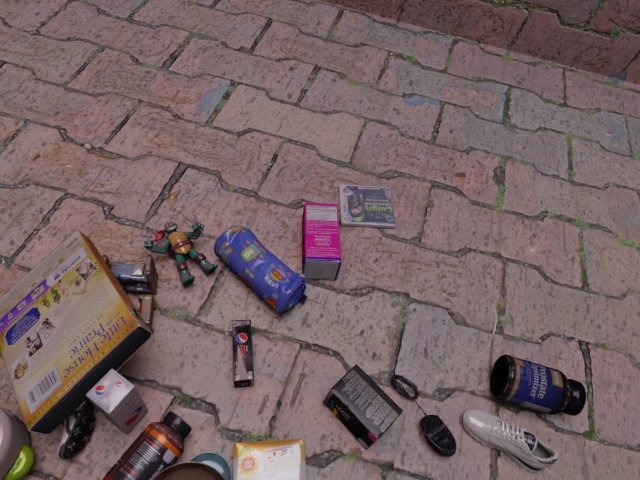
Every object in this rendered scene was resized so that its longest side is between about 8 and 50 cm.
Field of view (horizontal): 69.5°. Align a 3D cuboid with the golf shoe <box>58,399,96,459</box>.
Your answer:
[{"bbox_3d":[-0.584,0.414,1.095,0.093,0.077,0.198,2,48,5],"label":"golf shoe"}]

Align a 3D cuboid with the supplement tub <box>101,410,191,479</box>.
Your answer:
[{"bbox_3d":[-0.385,0.491,1.046,0.106,0.106,0.198,32,57,13],"label":"supplement tub"}]

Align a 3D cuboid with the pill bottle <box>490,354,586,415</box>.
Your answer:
[{"bbox_3d":[0.590,0.398,1.256,0.219,0.123,0.123,16,55,0],"label":"pill bottle"}]

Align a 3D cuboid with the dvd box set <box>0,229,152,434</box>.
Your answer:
[{"bbox_3d":[-0.617,0.195,1.113,0.307,0.062,0.420,-46,54,-9],"label":"dvd box set"}]

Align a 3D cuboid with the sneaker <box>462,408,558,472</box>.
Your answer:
[{"bbox_3d":[0.485,0.499,1.189,0.234,0.095,0.090,26,57,11],"label":"sneaker"}]

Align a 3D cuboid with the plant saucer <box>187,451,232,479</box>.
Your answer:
[{"bbox_3d":[-0.265,0.557,1.071,0.119,0.021,0.120,4,55,-6],"label":"plant saucer"}]

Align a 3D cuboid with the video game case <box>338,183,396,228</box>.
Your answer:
[{"bbox_3d":[0.160,-0.120,1.606,0.190,0.022,0.173,3,56,-7],"label":"video game case"}]

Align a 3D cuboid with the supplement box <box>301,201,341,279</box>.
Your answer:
[{"bbox_3d":[0.000,0.000,1.443,0.113,0.111,0.220,4,55,-6],"label":"supplement box"}]

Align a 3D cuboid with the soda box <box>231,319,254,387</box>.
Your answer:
[{"bbox_3d":[-0.208,0.300,1.234,0.053,0.060,0.169,-2,57,-9],"label":"soda box"}]

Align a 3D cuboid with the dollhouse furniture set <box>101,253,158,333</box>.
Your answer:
[{"bbox_3d":[-0.520,0.145,1.248,0.129,0.129,0.184,-1,56,-10],"label":"dollhouse furniture set"}]

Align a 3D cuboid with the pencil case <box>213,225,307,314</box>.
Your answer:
[{"bbox_3d":[-0.172,0.081,1.353,0.306,0.119,0.133,40,74,17],"label":"pencil case"}]

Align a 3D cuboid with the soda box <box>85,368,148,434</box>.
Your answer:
[{"bbox_3d":[-0.455,0.371,1.049,0.069,0.216,0.074,33,57,10],"label":"soda box"}]

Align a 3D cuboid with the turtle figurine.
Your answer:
[{"bbox_3d":[-0.413,0.011,1.367,0.175,0.118,0.234,-33,81,-11],"label":"turtle figurine"}]

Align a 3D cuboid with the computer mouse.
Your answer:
[{"bbox_3d":[0.266,0.460,1.220,0.071,0.041,0.242,-16,53,-29],"label":"computer mouse"}]

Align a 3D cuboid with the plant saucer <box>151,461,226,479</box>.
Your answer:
[{"bbox_3d":[-0.292,0.578,1.004,0.198,0.036,0.199,1,85,-13],"label":"plant saucer"}]

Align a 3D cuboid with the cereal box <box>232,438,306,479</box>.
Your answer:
[{"bbox_3d":[-0.116,0.589,1.057,0.172,0.047,0.240,1,56,-8],"label":"cereal box"}]

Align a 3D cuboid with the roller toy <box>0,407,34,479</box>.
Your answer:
[{"bbox_3d":[-0.752,0.452,0.988,0.209,0.146,0.191,-23,62,-22],"label":"roller toy"}]

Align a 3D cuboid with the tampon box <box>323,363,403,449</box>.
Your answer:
[{"bbox_3d":[0.104,0.420,1.164,0.101,0.121,0.161,-36,68,-29],"label":"tampon box"}]
